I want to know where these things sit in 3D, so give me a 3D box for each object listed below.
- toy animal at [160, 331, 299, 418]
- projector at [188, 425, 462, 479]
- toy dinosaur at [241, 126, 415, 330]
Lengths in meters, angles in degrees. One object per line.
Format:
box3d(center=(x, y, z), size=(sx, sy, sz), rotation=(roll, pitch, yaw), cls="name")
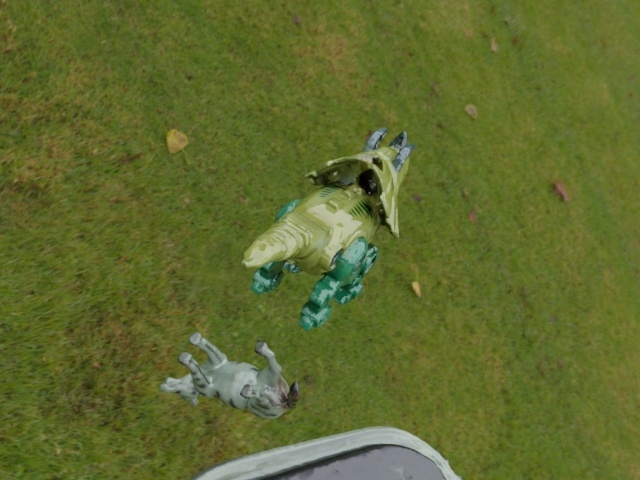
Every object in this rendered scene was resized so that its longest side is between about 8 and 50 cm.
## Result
box3d(center=(-0.153, 0.203, 0.882), size=(0.170, 0.255, 0.090), rotation=(53, 52, -40), cls="toy animal")
box3d(center=(-0.016, 0.298, 0.368), size=(0.248, 0.249, 0.248), rotation=(3, 44, -44), cls="projector")
box3d(center=(0.000, 0.000, 0.459), size=(0.094, 0.153, 0.259), rotation=(31, 31, 14), cls="toy dinosaur")
